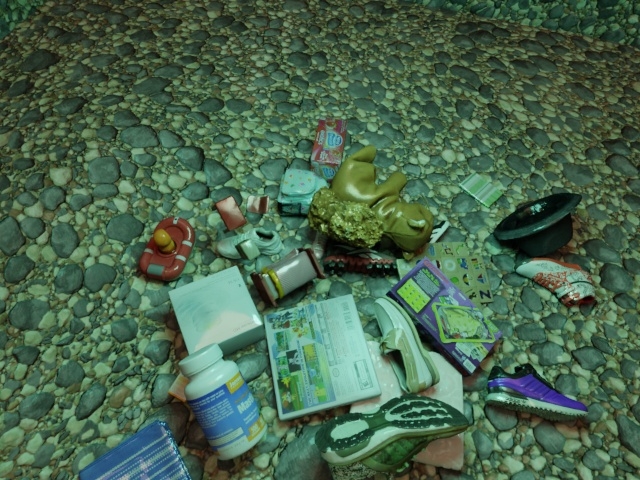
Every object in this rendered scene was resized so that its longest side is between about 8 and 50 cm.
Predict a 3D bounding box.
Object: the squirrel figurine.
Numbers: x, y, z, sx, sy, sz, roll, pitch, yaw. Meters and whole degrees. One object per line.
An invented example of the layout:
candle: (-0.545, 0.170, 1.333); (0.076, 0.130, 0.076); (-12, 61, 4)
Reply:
squirrel figurine: (0.174, -0.077, 1.359); (0.397, 0.280, 0.370); (-31, 62, -34)

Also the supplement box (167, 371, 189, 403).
supplement box: (-0.394, 0.422, 1.189); (0.062, 0.036, 0.098); (25, 60, 11)

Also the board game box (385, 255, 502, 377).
board game box: (0.398, 0.236, 1.292); (0.208, 0.056, 0.347); (-37, 77, -27)

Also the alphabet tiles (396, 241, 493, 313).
alphabet tiles: (0.435, 0.141, 1.398); (0.343, 0.011, 0.284); (-1, 69, -15)

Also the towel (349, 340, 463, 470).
towel: (0.256, 0.476, 1.198); (0.333, 0.053, 0.316); (11, 57, 2)

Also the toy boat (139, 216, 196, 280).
toy boat: (-0.524, 0.013, 1.366); (0.151, 0.151, 0.230); (11, 58, 2)

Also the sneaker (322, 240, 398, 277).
sneaker: (0.148, 0.055, 1.424); (0.277, 0.097, 0.134); (4, 57, -3)

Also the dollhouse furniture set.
dollhouse furniture set: (-0.168, 0.005, 1.301); (0.201, 0.152, 0.373); (-30, 99, -20)

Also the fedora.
fedora: (0.816, -0.042, 1.475); (0.334, 0.334, 0.152); (-33, 96, -22)

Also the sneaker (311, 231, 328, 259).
sneaker: (0.000, 0.000, 1.464); (0.051, 0.070, 0.134); (15, 59, 3)

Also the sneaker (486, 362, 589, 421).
sneaker: (0.655, 0.448, 1.217); (0.294, 0.102, 0.146); (12, 57, 3)

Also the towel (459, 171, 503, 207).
towel: (0.669, -0.210, 1.679); (0.113, 0.023, 0.152); (-38, 70, -22)

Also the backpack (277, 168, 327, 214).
backpack: (-0.063, -0.182, 1.532); (0.189, 0.144, 0.165); (9, 52, -3)

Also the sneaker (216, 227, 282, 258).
sneaker: (-0.253, -0.003, 1.418); (0.233, 0.115, 0.090); (-8, 59, -9)

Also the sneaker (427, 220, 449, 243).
sneaker: (0.383, -0.027, 1.504); (0.121, 0.079, 0.217); (38, 64, 16)

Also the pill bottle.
pill bottle: (-0.267, 0.421, 1.075); (0.153, 0.152, 0.271); (-27, 91, -19)

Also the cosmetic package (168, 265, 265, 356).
cosmetic package: (-0.321, 0.235, 1.254); (0.224, 0.138, 0.224); (-22, 64, -17)

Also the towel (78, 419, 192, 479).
towel: (-0.449, 0.673, 1.028); (0.243, 0.040, 0.336); (-29, 65, -20)

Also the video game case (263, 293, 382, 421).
video game case: (-0.004, 0.346, 1.232); (0.300, 0.036, 0.328); (-13, 56, -3)

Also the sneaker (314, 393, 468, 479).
sneaker: (0.194, 0.542, 1.068); (0.411, 0.158, 0.181); (-10, 102, -7)

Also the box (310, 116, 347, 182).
box: (0.034, -0.376, 1.666); (0.123, 0.128, 0.256); (9, 58, 1)

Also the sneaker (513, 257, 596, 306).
sneaker: (0.836, 0.150, 1.424); (0.271, 0.090, 0.144); (8, 55, -3)

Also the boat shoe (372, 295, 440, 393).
boat shoe: (0.232, 0.307, 1.205); (0.104, 0.113, 0.302); (-19, 62, -23)
